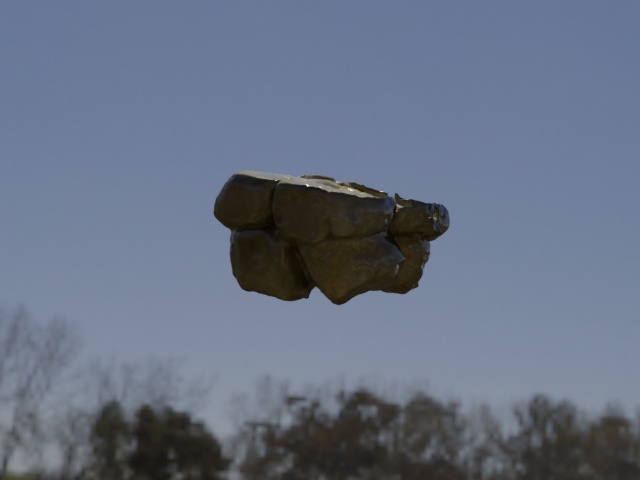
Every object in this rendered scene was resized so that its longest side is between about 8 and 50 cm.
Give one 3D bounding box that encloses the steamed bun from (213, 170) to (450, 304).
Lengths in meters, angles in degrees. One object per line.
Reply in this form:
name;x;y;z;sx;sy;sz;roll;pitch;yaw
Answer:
steamed bun;0.000;0.000;1.330;0.192;0.106;0.177;14;5;25
